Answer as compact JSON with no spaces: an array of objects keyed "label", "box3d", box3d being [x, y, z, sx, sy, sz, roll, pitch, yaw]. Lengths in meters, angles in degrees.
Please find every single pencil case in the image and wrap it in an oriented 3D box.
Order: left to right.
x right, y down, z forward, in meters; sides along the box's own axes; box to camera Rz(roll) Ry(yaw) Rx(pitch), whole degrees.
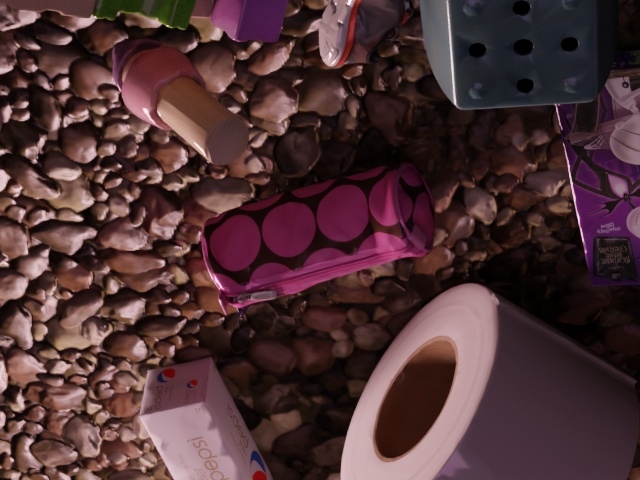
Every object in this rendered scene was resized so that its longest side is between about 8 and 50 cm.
[{"label":"pencil case","box3d":[0.000,0.000,1.634,0.209,0.098,0.095,-19,125,17]}]

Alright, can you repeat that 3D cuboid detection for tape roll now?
[{"label":"tape roll","box3d":[0.154,0.183,1.678,0.169,0.246,0.246,29,125,-19]}]

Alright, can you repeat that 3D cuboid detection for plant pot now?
[{"label":"plant pot","box3d":[0.148,-0.210,1.367,0.165,0.234,0.165,-3,128,7]}]

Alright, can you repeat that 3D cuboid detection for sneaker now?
[{"label":"sneaker","box3d":[0.050,-0.209,1.497,0.065,0.061,0.158,6,138,-21]}]

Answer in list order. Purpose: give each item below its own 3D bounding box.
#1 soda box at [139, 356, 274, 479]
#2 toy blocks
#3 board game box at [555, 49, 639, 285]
[{"label":"soda box","box3d":[-0.108,0.222,1.839,0.074,0.069,0.216,-13,127,14]},{"label":"toy blocks","box3d":[-0.187,-0.246,1.394,0.288,0.260,0.309,2,116,-37]},{"label":"board game box","box3d":[0.378,-0.066,1.503,0.346,0.056,0.208,-4,120,26]}]
